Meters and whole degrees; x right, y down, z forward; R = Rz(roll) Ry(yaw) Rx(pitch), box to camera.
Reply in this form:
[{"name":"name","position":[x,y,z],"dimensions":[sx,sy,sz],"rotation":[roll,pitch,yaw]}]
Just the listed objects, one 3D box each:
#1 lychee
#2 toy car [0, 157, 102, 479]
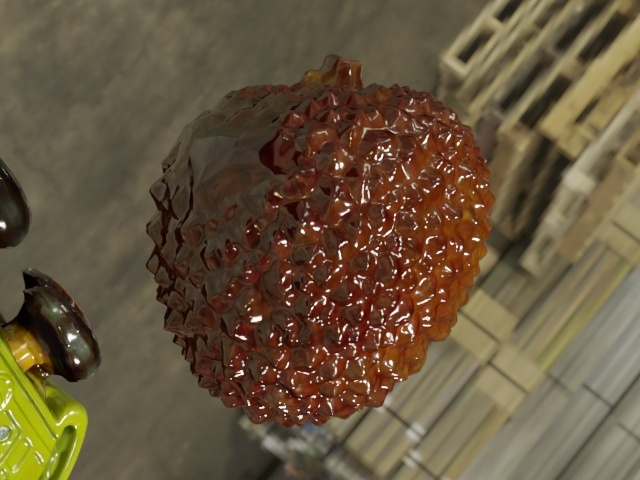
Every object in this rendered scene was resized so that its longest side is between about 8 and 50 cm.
[{"name":"lychee","position":[-0.003,0.001,0.517],"dimensions":[0.129,0.123,0.123],"rotation":[-66,164,8]},{"name":"toy car","position":[-0.224,0.045,0.666],"dimensions":[0.200,0.142,0.248],"rotation":[-36,130,-22]}]
